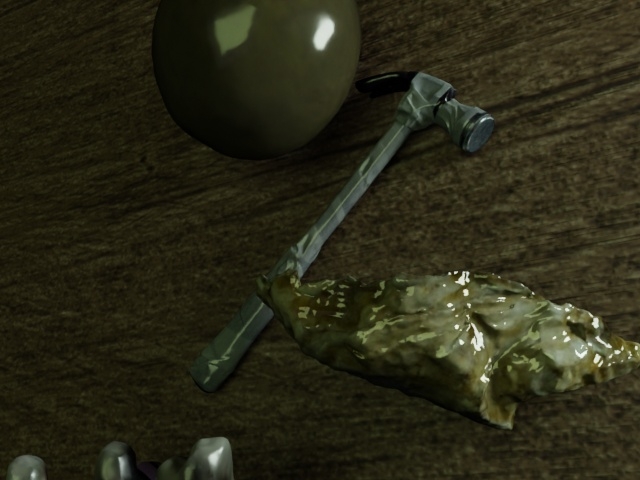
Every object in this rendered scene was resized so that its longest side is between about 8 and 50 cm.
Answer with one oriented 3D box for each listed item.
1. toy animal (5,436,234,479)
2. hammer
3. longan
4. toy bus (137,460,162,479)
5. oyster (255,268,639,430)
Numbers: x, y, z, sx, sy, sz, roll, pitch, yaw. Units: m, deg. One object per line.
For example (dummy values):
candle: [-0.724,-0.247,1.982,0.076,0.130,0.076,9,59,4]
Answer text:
toy animal: [-0.089,0.329,0.486,0.302,0.194,0.344,2,82,14]
hammer: [0.000,0.000,0.682,0.152,0.044,0.427,39,94,30]
longan: [-0.070,-0.210,0.679,0.248,0.248,0.248,-7,72,24]
toy bus: [-0.212,0.326,0.655,0.087,0.098,0.178,30,89,30]
oyster: [0.093,0.089,0.559,0.341,0.166,0.110,16,73,7]
